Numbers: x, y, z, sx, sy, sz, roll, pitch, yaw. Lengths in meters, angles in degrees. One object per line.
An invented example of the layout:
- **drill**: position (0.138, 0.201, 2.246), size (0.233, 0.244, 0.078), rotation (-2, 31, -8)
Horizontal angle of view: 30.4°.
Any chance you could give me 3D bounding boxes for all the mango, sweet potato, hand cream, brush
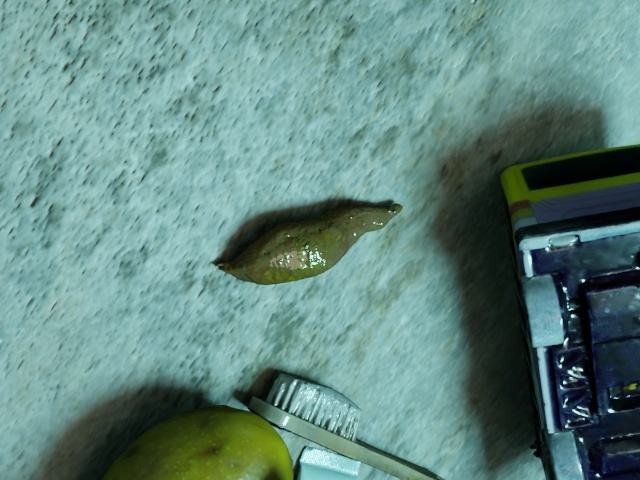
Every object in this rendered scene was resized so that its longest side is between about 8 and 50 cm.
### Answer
- **mango**: position (-0.163, 0.313, 1.210), size (0.176, 0.175, 0.330), rotation (34, 92, 3)
- **sweet potato**: position (0.002, 0.002, 1.242), size (0.226, 0.068, 0.068), rotation (-20, 117, -23)
- **hand cream**: position (-0.028, 0.408, 1.357), size (0.085, 0.058, 0.331), rotation (20, 77, -30)
- **brush**: position (0.052, 0.227, 1.362), size (0.327, 0.070, 0.065), rotation (32, 81, -36)

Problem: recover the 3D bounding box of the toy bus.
- **toy bus**: position (0.339, 0.129, 1.371), size (0.209, 0.249, 0.440), rotation (-11, 117, 5)
